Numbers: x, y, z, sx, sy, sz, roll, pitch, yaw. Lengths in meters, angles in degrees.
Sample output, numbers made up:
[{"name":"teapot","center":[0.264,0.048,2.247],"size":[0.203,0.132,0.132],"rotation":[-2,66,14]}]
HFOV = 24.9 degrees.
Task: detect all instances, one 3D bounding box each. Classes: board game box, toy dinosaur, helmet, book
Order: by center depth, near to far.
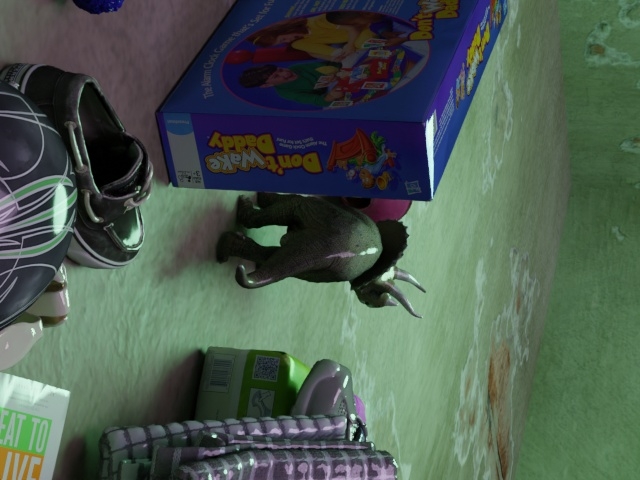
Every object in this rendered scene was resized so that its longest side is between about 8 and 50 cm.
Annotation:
[{"name":"helmet","center":[-0.209,-0.017,0.729],"size":[0.169,0.162,0.169],"rotation":[4,90,-73]},{"name":"book","center":[-0.219,0.163,0.972],"size":[0.096,0.035,0.144],"rotation":[35,62,-66]},{"name":"board game box","center":[0.025,-0.168,1.331],"size":[0.347,0.233,0.078],"rotation":[-63,152,-50]},{"name":"toy dinosaur","center":[0.000,0.000,1.415],"size":[0.313,0.160,0.121],"rotation":[24,71,-73]}]

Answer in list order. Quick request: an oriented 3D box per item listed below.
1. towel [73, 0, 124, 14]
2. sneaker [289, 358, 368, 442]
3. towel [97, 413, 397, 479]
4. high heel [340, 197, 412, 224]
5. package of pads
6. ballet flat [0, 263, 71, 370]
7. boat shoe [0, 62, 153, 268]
[{"name":"towel","center":[-0.155,-0.332,0.976],"size":[0.308,0.076,0.227],"rotation":[71,29,-52]},{"name":"sneaker","center":[0.038,0.230,1.331],"size":[0.105,0.115,0.281],"rotation":[-56,143,-54]},{"name":"towel","center":[-0.059,0.286,1.160],"size":[0.235,0.121,0.283],"rotation":[4,95,-34]},{"name":"high heel","center":[0.006,-0.096,1.601],"size":[0.127,0.181,0.377],"rotation":[55,-19,28]},{"name":"package of pads","center":[-0.043,0.243,1.432],"size":[0.296,0.101,0.229],"rotation":[41,56,-66]},{"name":"ballet flat","center":[-0.200,0.049,0.934],"size":[0.206,0.067,0.073],"rotation":[-57,146,-58]},{"name":"boat shoe","center":[-0.160,-0.044,1.038],"size":[0.219,0.070,0.077],"rotation":[66,33,-57]}]
